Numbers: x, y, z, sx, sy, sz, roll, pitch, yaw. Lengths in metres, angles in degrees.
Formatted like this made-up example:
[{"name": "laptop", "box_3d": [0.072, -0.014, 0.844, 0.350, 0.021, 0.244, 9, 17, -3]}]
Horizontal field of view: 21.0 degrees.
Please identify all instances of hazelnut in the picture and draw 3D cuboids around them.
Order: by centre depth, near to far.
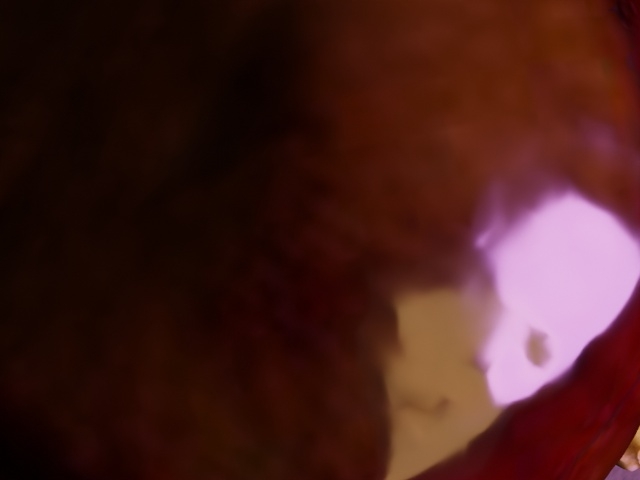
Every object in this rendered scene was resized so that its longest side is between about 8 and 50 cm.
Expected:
[{"name": "hazelnut", "box_3d": [0.000, 0.000, 0.817, 0.402, 0.402, 0.429, 34, 80, -45]}]

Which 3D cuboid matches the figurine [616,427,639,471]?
[{"name": "figurine", "box_3d": [0.113, 0.088, 1.120, 0.185, 0.127, 0.234, -42, 126, -1]}]
